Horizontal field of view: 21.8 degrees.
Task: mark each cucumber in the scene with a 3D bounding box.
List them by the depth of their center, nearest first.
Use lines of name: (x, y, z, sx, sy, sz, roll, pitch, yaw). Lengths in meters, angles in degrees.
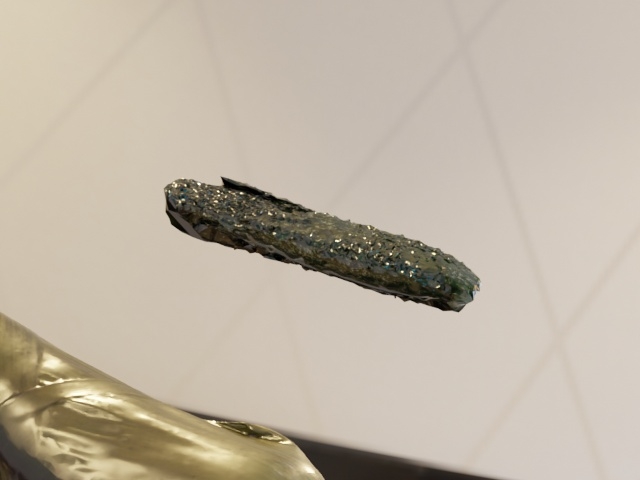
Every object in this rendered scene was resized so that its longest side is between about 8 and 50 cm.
cucumber: (0.000, 0.001, 1.103, 0.256, 0.044, 0.043, 17, -34, 34)

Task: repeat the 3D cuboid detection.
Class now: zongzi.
zongzi: (-0.089, 0.077, 0.713, 0.094, 0.204, 0.205, -17, -5, -44)
